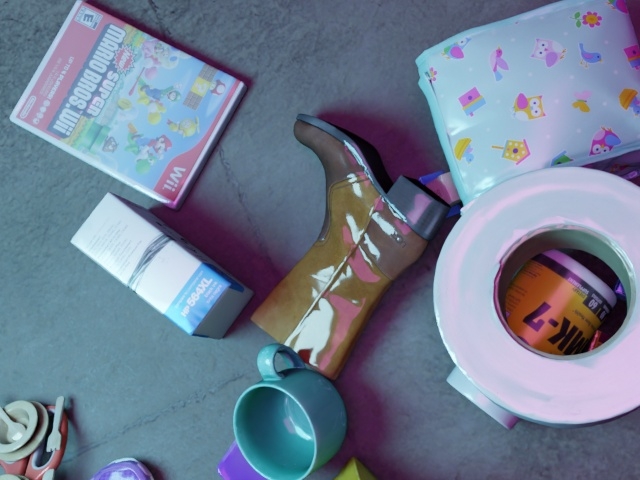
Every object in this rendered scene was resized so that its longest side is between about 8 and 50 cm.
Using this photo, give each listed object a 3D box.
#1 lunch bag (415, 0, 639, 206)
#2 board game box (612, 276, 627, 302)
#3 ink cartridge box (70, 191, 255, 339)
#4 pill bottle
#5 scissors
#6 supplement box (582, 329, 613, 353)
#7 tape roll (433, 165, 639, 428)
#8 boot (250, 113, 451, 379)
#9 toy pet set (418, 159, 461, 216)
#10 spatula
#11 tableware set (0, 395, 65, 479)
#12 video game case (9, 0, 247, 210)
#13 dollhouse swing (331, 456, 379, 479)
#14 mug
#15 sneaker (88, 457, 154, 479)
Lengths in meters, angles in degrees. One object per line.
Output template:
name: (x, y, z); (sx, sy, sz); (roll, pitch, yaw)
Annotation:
lunch bag: (0.269, -0.166, 1.143); (0.262, 0.160, 0.223); (-15, 79, -1)
board game box: (0.477, 0.003, 1.140); (0.160, 0.039, 0.211); (23, 78, 10)
ink cartridge box: (-0.201, 0.035, 1.185); (0.203, 0.148, 0.086); (37, 89, 11)
pill bottle: (0.257, 0.121, 1.125); (0.119, 0.119, 0.208); (37, 89, 11)
scissors: (-0.384, 0.348, 1.162); (0.109, 0.021, 0.297); (-14, 49, 11)
supplement box: (0.372, 0.152, 1.142); (0.083, 0.043, 0.055); (21, 85, 10)
tape roll: (0.271, 0.064, 1.018); (0.286, 0.100, 0.286); (-4, 76, 15)
boot: (0.000, 0.000, 1.208); (0.264, 0.096, 0.280); (39, 103, 19)
toy pet set: (0.191, -0.062, 1.202); (0.114, 0.065, 0.122); (-19, 81, -31)
spatula: (-0.140, 0.371, 1.188); (0.084, 0.030, 0.296); (35, 88, 9)
tableware set: (-0.405, 0.289, 1.180); (0.128, 0.039, 0.194); (-15, 49, 13)
video game case: (-0.274, -0.195, 1.292); (0.285, 0.025, 0.204); (28, 86, 11)
dollhouse swing: (0.043, 0.500, 1.031); (0.305, 0.315, 0.347); (41, 89, -1)
mug: (-0.027, 0.215, 1.143); (0.129, 0.097, 0.157); (31, 117, 25)
sneaker: (-0.318, 0.376, 1.176); (0.236, 0.104, 0.095); (-39, 77, 0)
